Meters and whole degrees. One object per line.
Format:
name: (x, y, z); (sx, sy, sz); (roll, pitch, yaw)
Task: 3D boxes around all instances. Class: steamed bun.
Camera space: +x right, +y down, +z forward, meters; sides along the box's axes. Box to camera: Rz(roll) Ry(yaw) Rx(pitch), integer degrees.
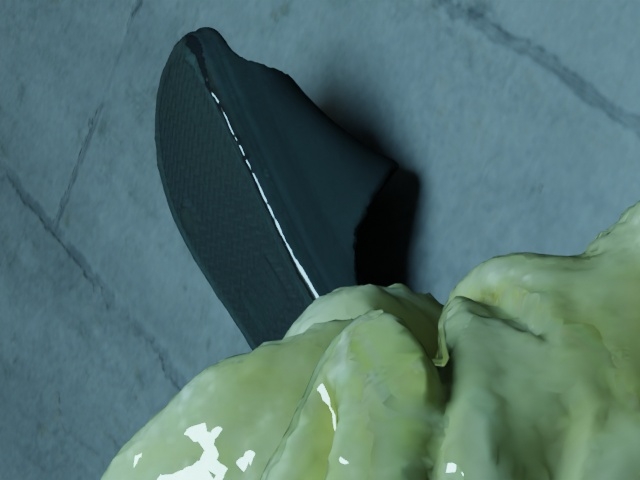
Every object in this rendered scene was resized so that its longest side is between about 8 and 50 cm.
steamed bun: (0.055, 0.121, 0.665); (0.372, 0.230, 0.324); (-31, 37, 31)

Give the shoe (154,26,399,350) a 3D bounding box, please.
shoe: (0.000, 0.000, 0.983); (0.241, 0.093, 0.108); (62, 151, 16)
